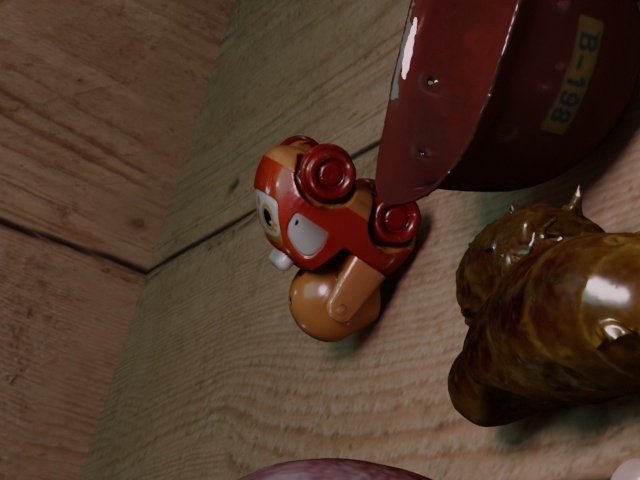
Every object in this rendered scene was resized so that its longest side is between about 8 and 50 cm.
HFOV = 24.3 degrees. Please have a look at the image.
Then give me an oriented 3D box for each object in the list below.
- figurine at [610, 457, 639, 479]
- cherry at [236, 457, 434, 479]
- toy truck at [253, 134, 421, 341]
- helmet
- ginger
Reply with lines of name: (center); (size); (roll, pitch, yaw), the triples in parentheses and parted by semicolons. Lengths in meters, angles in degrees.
figurine: (0.256, 0.296, 1.252); (0.236, 0.141, 0.162); (-55, 18, 30)
cherry: (0.032, 0.372, 1.452); (0.291, 0.335, 0.326); (-52, 26, 40)
toy truck: (0.000, 0.000, 2.074); (0.239, 0.265, 0.189); (-56, 19, -2)
helmet: (0.238, -0.193, 1.707); (0.337, 0.230, 0.384); (-139, 66, -70)
ginger: (0.254, 0.051, 1.483); (0.418, 0.176, 0.254); (153, 131, -68)
